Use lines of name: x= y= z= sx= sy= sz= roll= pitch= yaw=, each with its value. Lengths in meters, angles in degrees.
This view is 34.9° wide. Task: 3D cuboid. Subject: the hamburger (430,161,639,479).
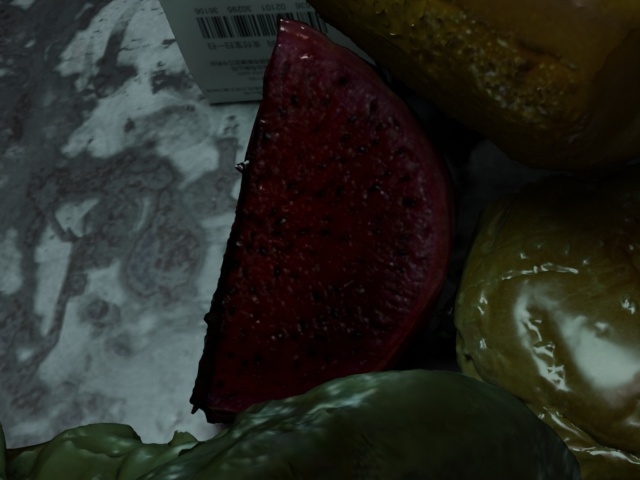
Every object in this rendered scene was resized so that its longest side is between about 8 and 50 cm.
hamburger: x=0.206 y=0.070 z=0.571 sx=0.308 sy=0.132 sz=0.211 roll=4 pitch=51 yaw=18

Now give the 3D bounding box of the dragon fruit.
dragon fruit: x=0.000 y=0.000 z=0.662 sx=0.189 sy=0.163 sz=0.262 roll=22 pitch=103 yaw=26

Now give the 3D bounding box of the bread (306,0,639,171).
bread: x=0.103 y=-0.171 z=0.638 sx=0.337 sy=0.148 sz=0.328 roll=40 pitch=35 yaw=17

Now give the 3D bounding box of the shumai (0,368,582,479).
shumai: x=-0.096 y=0.188 z=0.474 sx=0.397 sy=0.324 sz=0.323 roll=-38 pitch=37 yaw=-20

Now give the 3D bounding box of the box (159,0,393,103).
box: x=-0.013 y=-0.281 z=0.907 sx=0.173 sy=0.145 sz=0.333 roll=-2 pitch=51 yaw=17
